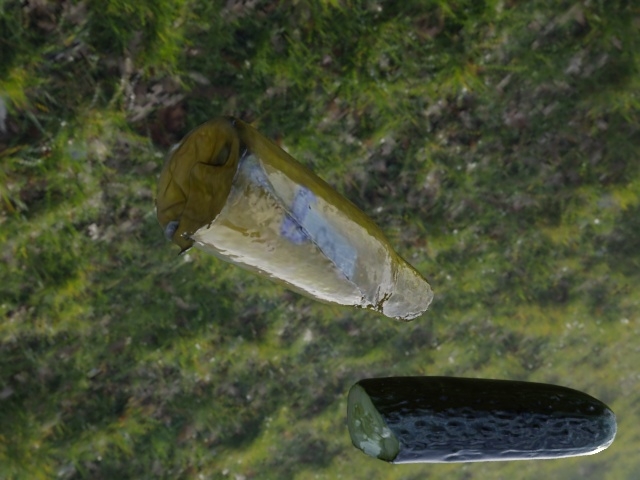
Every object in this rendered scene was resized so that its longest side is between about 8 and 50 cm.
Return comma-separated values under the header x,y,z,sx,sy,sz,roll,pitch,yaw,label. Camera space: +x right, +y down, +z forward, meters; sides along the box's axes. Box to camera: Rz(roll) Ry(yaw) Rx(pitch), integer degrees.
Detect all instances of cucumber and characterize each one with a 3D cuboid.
x,y,z,sx,sy,sz,roll,pitch,yaw,label
0.147,0.157,0.719,0.241,0.074,0.074,1,152,-7,cucumber

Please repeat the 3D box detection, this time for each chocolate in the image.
x,y,z,sx,sy,sz,roll,pitch,yaw,label
0.000,0.000,0.523,0.085,0.085,0.219,-44,136,17,chocolate
